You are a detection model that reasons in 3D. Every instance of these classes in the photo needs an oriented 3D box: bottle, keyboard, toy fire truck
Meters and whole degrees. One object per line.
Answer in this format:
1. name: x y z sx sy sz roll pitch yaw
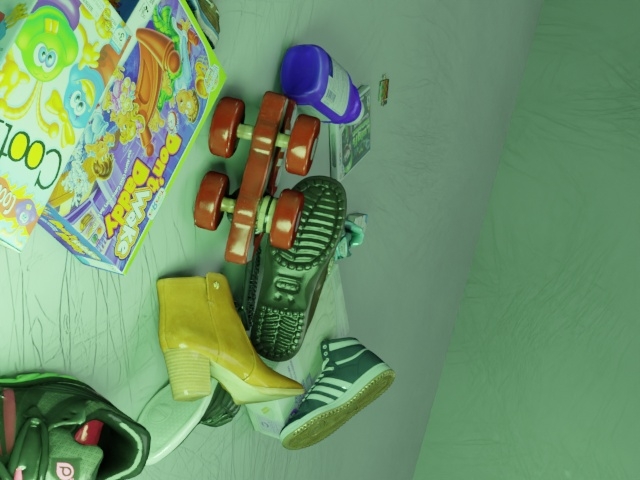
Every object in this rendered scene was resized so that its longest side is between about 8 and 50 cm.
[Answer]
1. bottle: 0.013 -0.298 1.609 0.283 0.092 0.118 16 78 -68
2. keyboard: -0.128 0.080 1.493 0.108 0.023 0.180 96 -1 -54
3. toy fire truck: -0.099 -0.110 1.399 0.254 0.169 0.302 -28 130 -84

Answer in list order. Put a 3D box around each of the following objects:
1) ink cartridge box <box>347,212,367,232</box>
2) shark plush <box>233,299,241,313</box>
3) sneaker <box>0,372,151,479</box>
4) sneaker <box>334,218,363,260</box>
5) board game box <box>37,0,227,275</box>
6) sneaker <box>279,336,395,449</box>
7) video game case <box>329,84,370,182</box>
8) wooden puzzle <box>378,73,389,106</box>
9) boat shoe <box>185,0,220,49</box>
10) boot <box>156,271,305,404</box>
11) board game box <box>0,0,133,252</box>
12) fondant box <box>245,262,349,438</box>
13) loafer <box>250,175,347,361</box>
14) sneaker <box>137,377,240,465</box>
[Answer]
1. ink cartridge box: 0.088 -0.041 2.008 0.083 0.028 0.048 -15 116 -65
2. shark plush: -0.187 0.130 1.473 0.067 0.073 0.161 -47 168 -9
3. sneaker: -0.363 0.247 0.896 0.483 0.202 0.185 -5 106 -66
4. sneaker: 0.000 0.000 1.702 0.283 0.122 0.110 -30 130 -56
5. board game box: -0.264 -0.161 1.062 0.347 0.078 0.233 -67 156 -21
6. sneaker: 0.005 0.317 1.711 0.282 0.153 0.099 -32 143 -17
7. video game case: 0.072 -0.248 1.866 0.190 0.022 0.173 -49 145 -48
8. wooden puzzle: 0.159 -0.378 2.017 0.049 0.006 0.083 -35 133 -58
9. boat shoe: -0.192 -0.350 1.158 0.183 0.066 0.066 63 40 -71
10. boot: -0.144 0.163 1.345 0.295 0.104 0.211 15 59 -47
11. board game box: -0.335 -0.151 0.820 0.275 0.144 0.142 -68 156 -18
12. fondant box: -0.053 0.234 1.749 0.330 0.096 0.238 -57 151 -36
13. loafer: -0.048 0.050 1.555 0.130 0.133 0.366 53 57 -85
14. sneaker: -0.214 0.302 1.393 0.296 0.104 0.147 -58 146 -46
